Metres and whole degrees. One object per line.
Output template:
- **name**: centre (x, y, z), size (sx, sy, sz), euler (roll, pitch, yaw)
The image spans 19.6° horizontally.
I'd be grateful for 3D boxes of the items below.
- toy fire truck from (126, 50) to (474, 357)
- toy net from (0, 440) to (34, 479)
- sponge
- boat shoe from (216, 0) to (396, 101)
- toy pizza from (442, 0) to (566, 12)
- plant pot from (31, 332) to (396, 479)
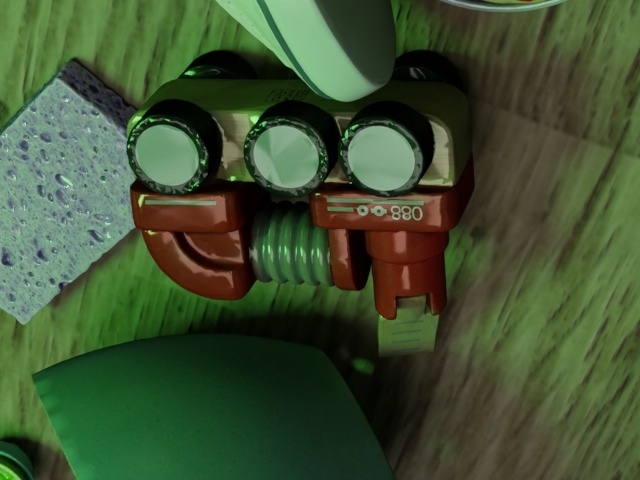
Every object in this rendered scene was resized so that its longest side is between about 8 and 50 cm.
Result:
- **toy fire truck**: centre (0.000, 0.000, 1.252), size (0.217, 0.158, 0.246), euler (1, 116, 16)
- **toy net**: centre (-0.212, 0.252, 1.556), size (0.232, 0.045, 0.122), euler (35, 128, -10)
- **sponge**: centre (-0.199, -0.031, 1.346), size (0.117, 0.031, 0.210), euler (41, 127, -15)
- **boat shoe**: centre (-0.098, -0.225, 1.101), size (0.156, 0.136, 0.367), euler (-21, 116, 29)
- **toy pizza**: centre (0.109, -0.221, 1.085), size (0.201, 0.032, 0.201), euler (3, 124, 4)
- **plant pot**: centre (-0.056, 0.180, 1.337), size (0.195, 0.290, 0.290), euler (-28, 120, -7)
